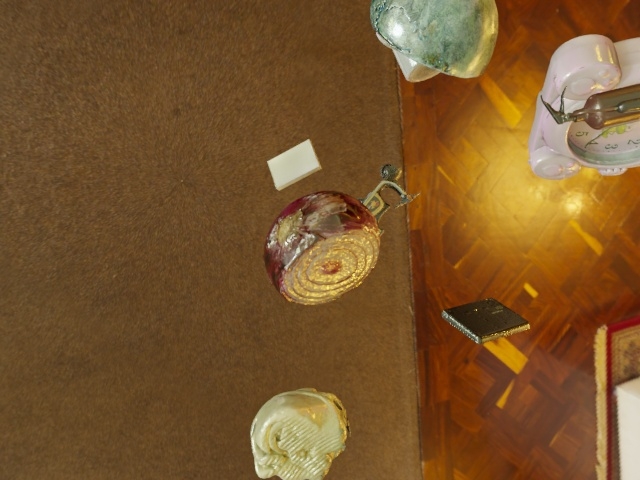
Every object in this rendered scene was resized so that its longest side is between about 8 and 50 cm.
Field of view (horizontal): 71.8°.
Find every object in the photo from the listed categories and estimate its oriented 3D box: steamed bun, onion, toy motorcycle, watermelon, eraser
[{"bbox_3d":[-0.065,0.552,1.329,0.280,0.207,0.268,10,108,-11],"label":"steamed bun"},{"bbox_3d":[0.000,0.000,1.221,0.281,0.260,0.337,21,121,-34],"label":"onion"},{"bbox_3d":[0.206,-0.129,1.471,0.157,0.091,0.263,40,88,8],"label":"toy motorcycle"},{"bbox_3d":[0.242,-0.509,0.952,0.188,0.175,0.322,-31,71,-35],"label":"watermelon"},{"bbox_3d":[-0.080,-0.227,1.329,0.150,0.023,0.104,-25,68,13],"label":"eraser"}]

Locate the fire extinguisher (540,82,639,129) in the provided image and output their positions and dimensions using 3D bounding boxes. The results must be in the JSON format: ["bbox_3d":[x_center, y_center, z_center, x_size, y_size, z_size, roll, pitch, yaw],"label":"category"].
[{"bbox_3d":[0.264,-0.107,0.332,0.173,0.049,0.035,-11,134,14],"label":"fire extinguisher"}]

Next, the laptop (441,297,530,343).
[{"bbox_3d":[0.469,0.222,1.251,0.207,0.154,0.026,-8,116,-26],"label":"laptop"}]

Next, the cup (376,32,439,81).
[{"bbox_3d":[0.269,-0.596,1.332,0.221,0.167,0.202,-19,83,-5],"label":"cup"}]

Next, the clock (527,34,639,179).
[{"bbox_3d":[0.583,-0.245,0.834,0.322,0.296,0.113,1,57,13],"label":"clock"}]
